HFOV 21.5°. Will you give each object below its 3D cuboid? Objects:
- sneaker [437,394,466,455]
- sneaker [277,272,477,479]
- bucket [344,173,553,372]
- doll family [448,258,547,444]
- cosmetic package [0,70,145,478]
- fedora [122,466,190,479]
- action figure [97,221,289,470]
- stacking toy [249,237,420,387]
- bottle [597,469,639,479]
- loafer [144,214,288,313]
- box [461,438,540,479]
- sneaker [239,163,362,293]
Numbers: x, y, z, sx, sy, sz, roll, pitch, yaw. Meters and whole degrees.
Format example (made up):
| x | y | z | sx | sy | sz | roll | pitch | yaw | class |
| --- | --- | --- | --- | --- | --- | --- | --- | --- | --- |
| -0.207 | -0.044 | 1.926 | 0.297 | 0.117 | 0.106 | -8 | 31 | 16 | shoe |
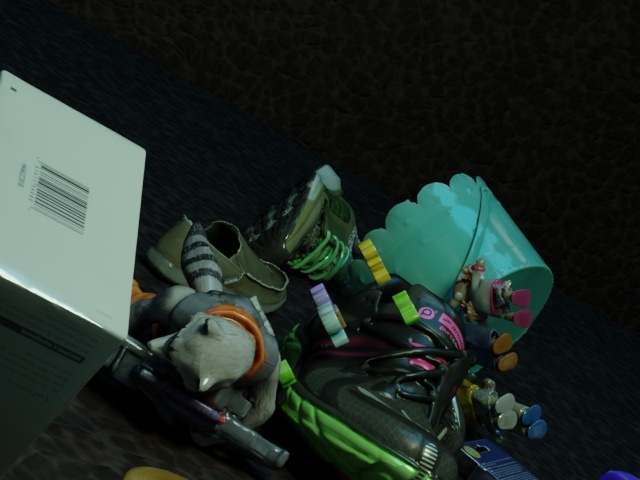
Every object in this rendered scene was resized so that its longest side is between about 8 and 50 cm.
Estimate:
| x | y | z | sx | sy | sz | roll | pitch | yaw | class |
| --- | --- | --- | --- | --- | --- | --- | --- | --- | --- |
| 0.132 | 0.197 | 2.159 | 0.108 | 0.100 | 0.271 | 33 | 10 | -27 | sneaker |
| 0.071 | 0.147 | 1.878 | 0.185 | 0.202 | 0.483 | 43 | 8 | -19 | sneaker |
| 0.191 | 0.062 | 2.469 | 0.183 | 0.281 | 0.281 | 49 | 17 | 29 | bucket |
| 0.196 | 0.162 | 2.268 | 0.118 | 0.263 | 0.163 | -17 | 17 | -34 | doll family |
| -0.250 | 0.039 | 1.270 | 0.138 | 0.224 | 0.224 | 30 | 33 | -23 | cosmetic package |
| -0.092 | 0.256 | 1.312 | 0.194 | 0.079 | 0.194 | 36 | 5 | -4 | fedora |
| -0.159 | 0.071 | 1.695 | 0.341 | 0.178 | 0.330 | 33 | 1 | -21 | action figure |
| 0.009 | 0.077 | 1.863 | 0.052 | 0.167 | 0.221 | 64 | -1 | -18 | stacking toy |
| 0.488 | 0.402 | 2.280 | 0.283 | 0.092 | 0.118 | 27 | 11 | -28 | bottle |
| -0.117 | 0.029 | 2.196 | 0.094 | 0.087 | 0.251 | 41 | 13 | 34 | loafer |
| 0.267 | 0.332 | 2.108 | 0.225 | 0.036 | 0.136 | 39 | 12 | 20 | box |
| 0.000 | 0.000 | 2.569 | 0.182 | 0.158 | 0.410 | 51 | 16 | -2 | sneaker |
